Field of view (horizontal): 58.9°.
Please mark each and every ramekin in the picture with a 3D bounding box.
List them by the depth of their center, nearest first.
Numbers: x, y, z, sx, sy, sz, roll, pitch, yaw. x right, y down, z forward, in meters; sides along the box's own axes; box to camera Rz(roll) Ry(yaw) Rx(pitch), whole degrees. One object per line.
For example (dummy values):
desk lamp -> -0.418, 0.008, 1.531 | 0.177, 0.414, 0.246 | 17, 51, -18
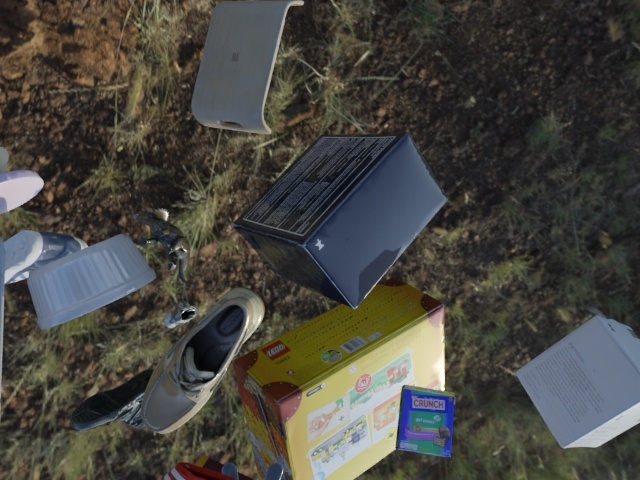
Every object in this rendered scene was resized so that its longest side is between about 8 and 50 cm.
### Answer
ramekin -> -0.521, 0.083, 1.277 | 0.272, 0.273, 0.127 | -23, 97, -1

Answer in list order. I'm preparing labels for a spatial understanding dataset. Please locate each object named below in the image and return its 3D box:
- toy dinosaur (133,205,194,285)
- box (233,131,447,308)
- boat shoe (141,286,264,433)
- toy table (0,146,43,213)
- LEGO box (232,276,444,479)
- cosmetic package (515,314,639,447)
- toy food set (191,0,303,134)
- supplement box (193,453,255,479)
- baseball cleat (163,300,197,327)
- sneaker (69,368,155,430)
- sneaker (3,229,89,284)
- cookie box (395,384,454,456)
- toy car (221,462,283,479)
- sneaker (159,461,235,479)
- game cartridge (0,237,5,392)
toy dinosaur -> -0.495, 0.004, 1.887 | 0.121, 0.160, 0.313 | -41, 97, 25
box -> 0.033, -0.054, 1.126 | 0.296, 0.294, 0.183 | -47, 118, -16
boat shoe -> -0.209, 0.208, 0.946 | 0.109, 0.098, 0.302 | 40, 97, 2
toy table -> -0.927, -0.171, 1.556 | 0.252, 0.274, 0.161 | -41, 90, 15
LEGO box -> 0.073, 0.370, 1.408 | 0.499, 0.193, 0.373 | -23, 122, -29
cosmetic package -> 0.483, 0.250, 0.992 | 0.151, 0.152, 0.184 | 16, 128, -41
toy food set -> -0.166, -0.406, 1.309 | 0.092, 0.219, 0.307 | 10, 94, -57
supplement box -> -0.222, 0.608, 1.217 | 0.194, 0.191, 0.129 | 18, 136, 20
baseball cleat -> -0.476, 0.258, 2.001 | 0.109, 0.206, 0.072 | -16, 101, 8
sneaker -> -0.471, 0.405, 1.328 | 0.227, 0.087, 0.130 | -24, 131, -50
sneaker -> -0.820, 0.070, 1.637 | 0.322, 0.130, 0.236 | -22, 160, 25
cookie box -> 0.181, 0.311, 0.980 | 0.091, 0.107, 0.040 | 9, 159, 0
toy car -> -0.121, 0.469, 0.961 | 0.154, 0.149, 0.189 | 1, 90, -11
sneaker -> -0.130, 0.332, 0.596 | 0.128, 0.221, 0.087 | -53, 141, 9
game cartridge -> -0.501, 0.157, 0.839 | 0.062, 0.298, 0.198 | 1, 162, -26
